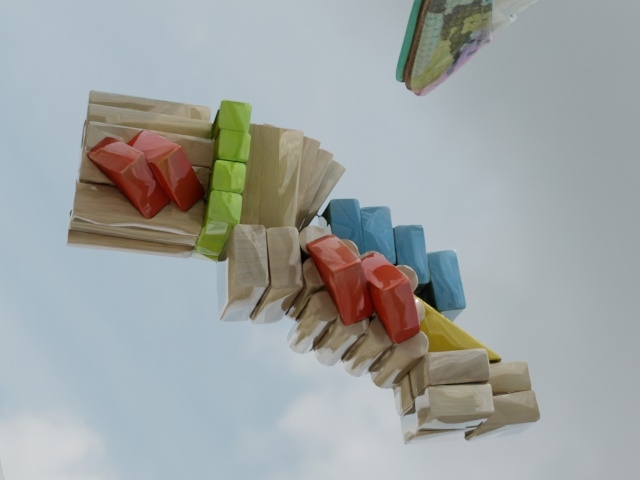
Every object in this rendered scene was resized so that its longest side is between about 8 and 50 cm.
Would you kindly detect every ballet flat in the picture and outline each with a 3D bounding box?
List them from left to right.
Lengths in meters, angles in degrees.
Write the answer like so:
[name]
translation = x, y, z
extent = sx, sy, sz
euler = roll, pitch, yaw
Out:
[ballet flat]
translation = 0.094, -0.175, 0.992
extent = 0.079, 0.077, 0.221
euler = 12, -79, 5

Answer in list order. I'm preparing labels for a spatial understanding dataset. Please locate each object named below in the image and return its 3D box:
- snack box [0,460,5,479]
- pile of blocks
[snack box]
translation = -0.248, 0.044, 1.014
extent = 0.322, 0.060, 0.187
euler = 66, 3, -49
[pile of blocks]
translation = 0.000, 0.000, 1.276
extent = 0.362, 0.149, 0.112
euler = 31, -21, -1
